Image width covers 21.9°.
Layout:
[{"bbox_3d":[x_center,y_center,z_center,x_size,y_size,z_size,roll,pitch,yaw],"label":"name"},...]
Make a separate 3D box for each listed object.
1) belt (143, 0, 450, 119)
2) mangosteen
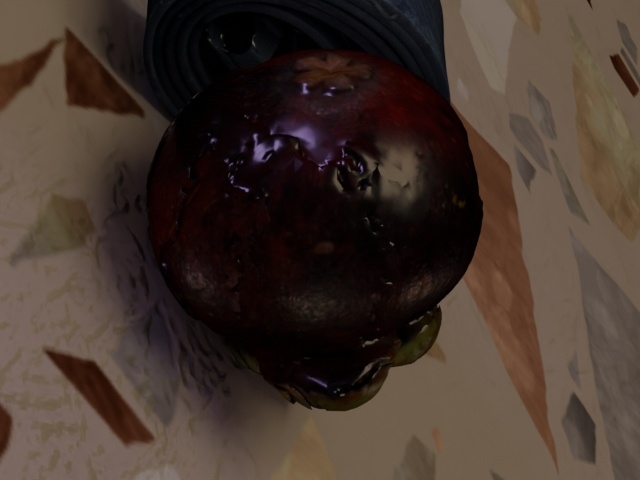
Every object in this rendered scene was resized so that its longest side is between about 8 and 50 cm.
[{"bbox_3d":[-0.013,-0.109,0.879,0.190,0.141,0.082,38,35,-38],"label":"belt"},{"bbox_3d":[0.000,0.000,0.805,0.166,0.166,0.180,-62,147,-59],"label":"mangosteen"}]
